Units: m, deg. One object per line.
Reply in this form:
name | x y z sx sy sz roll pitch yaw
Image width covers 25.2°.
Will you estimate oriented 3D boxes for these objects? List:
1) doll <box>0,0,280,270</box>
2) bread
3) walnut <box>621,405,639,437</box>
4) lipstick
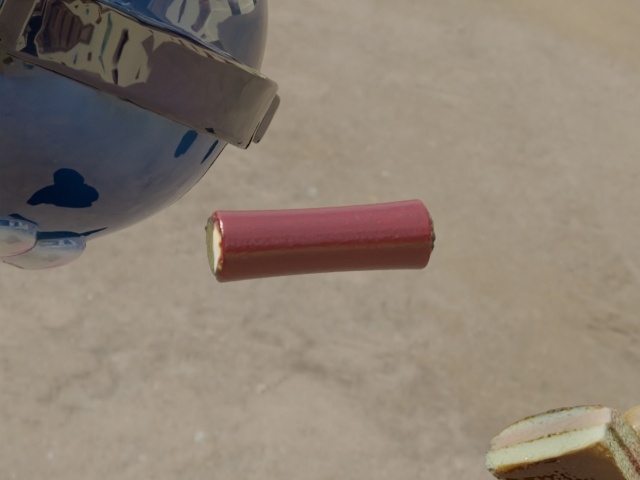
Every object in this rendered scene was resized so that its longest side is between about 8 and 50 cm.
doll | -0.167 -0.118 0.717 0.310 0.240 0.284 29 5 39
bread | 0.152 0.122 0.815 0.108 0.062 0.043 17 42 5
walnut | 0.391 0.266 1.644 0.166 0.149 0.167 -9 59 15
lipstick | 0.000 0.000 1.530 0.241 0.080 0.080 -4 28 -14
